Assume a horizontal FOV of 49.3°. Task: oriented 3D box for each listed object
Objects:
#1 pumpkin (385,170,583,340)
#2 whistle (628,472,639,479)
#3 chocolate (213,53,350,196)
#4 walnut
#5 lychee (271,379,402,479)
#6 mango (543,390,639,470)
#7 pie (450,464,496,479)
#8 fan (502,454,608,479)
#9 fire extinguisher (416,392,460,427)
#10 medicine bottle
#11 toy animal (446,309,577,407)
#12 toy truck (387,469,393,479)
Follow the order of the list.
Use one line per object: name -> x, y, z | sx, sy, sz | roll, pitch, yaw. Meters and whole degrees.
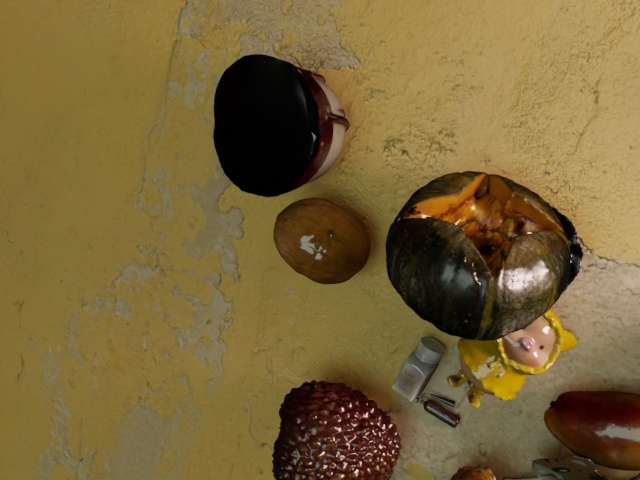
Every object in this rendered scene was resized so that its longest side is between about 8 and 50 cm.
pumpkin -> 0.260, 0.020, 1.170 | 0.320, 0.320, 0.192 | 29, 139, 23
whistle -> 0.508, 0.485, 1.165 | 0.347, 0.189, 0.189 | -21, 88, 18
chocolate -> -0.064, -0.228, 1.382 | 0.283, 0.186, 0.284 | 11, 108, 39
walnut -> 0.000, 0.000, 1.398 | 0.207, 0.167, 0.167 | 29, 114, 14
lychee -> 0.034, 0.415, 1.431 | 0.271, 0.271, 0.272 | 7, 103, 30
mango -> 0.517, 0.324, 1.180 | 0.267, 0.111, 0.133 | 2, 91, 33
pie -> 0.297, 0.584, 1.317 | 0.308, 0.085, 0.309 | -178, 90, -64
fan -> 0.426, 0.438, 1.281 | 0.152, 0.008, 0.226 | 41, 142, -21
fire extinguisher -> 0.237, 0.331, 1.401 | 0.100, 0.032, 0.046 | 30, 125, 17
medicine bottle -> 0.197, 0.252, 1.383 | 0.055, 0.074, 0.118 | 35, 116, 22
toy animal -> 0.335, 0.203, 1.261 | 0.230, 0.156, 0.156 | -45, 76, 19
toy truck -> 0.131, 0.520, 1.508 | 0.032, 0.024, 0.083 | 30, 114, 27
